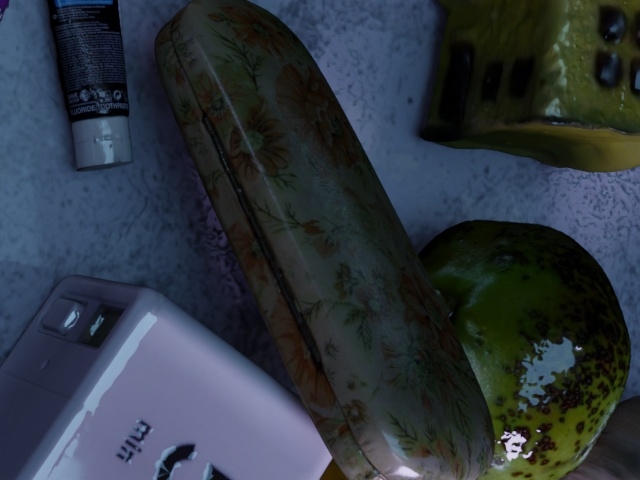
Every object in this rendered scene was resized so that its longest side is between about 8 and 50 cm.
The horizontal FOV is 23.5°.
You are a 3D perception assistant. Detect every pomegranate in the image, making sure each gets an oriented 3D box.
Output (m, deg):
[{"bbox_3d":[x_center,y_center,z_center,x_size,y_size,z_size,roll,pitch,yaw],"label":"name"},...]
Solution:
[{"bbox_3d":[0.152,0.105,1.306,0.204,0.276,0.222,12,73,7],"label":"pomegranate"}]

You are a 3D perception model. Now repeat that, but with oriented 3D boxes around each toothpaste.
[{"bbox_3d":[-0.176,-0.152,1.190,0.071,0.045,0.193,-9,90,-35],"label":"toothpaste"}]

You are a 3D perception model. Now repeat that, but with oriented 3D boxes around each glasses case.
[{"bbox_3d":[0.000,0.000,1.149,0.156,0.098,0.425,3,56,-54],"label":"glasses case"}]

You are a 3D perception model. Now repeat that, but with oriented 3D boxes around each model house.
[{"bbox_3d":[0.211,-0.186,1.307,0.175,0.193,0.234,13,84,-27],"label":"model house"}]

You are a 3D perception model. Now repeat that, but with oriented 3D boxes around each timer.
[{"bbox_3d":[-0.138,0.158,1.136,0.195,0.192,0.194,40,74,-23],"label":"timer"}]

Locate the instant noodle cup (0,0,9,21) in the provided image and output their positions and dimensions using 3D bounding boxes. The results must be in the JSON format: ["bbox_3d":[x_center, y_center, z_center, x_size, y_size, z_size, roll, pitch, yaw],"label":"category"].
[{"bbox_3d":[-0.323,-0.158,1.012,0.251,0.251,0.190,14,94,-27],"label":"instant noodle cup"}]

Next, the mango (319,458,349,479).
[{"bbox_3d":[0.012,0.223,1.259,0.219,0.112,0.145,-12,113,-41],"label":"mango"}]

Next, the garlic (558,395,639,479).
[{"bbox_3d":[0.293,0.246,1.387,0.228,0.152,0.228,-3,97,-25],"label":"garlic"}]
